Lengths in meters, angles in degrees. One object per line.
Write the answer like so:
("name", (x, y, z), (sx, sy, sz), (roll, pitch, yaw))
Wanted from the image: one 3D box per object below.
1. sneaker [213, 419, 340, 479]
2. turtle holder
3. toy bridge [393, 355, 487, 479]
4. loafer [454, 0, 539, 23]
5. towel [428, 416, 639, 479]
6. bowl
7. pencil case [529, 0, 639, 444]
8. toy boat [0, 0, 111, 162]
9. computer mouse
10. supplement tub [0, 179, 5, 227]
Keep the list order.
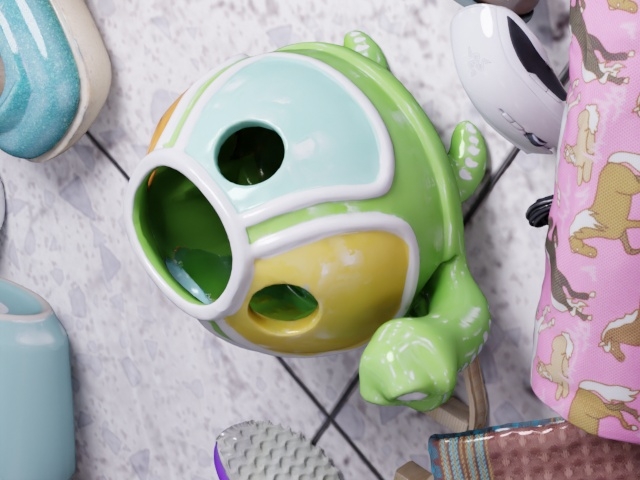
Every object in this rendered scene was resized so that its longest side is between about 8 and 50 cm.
("sneaker", (-0.011, 0.302, 1.593), (0.293, 0.102, 0.146), (46, 133, 21))
("turtle holder", (-0.014, 0.001, 1.385), (0.243, 0.227, 0.320), (-28, 83, 46))
("toy bridge", (0.109, 0.143, 1.471), (0.063, 0.026, 0.188), (32, 125, 30))
("loafer", (0.076, -0.272, 1.300), (0.267, 0.096, 0.084), (49, 127, 22))
("towel", (0.242, 0.306, 1.303), (0.271, 0.040, 0.370), (-11, 98, 14))
("bowl", (-0.378, 0.122, 1.775), (0.311, 0.311, 0.163), (23, 100, 36))
("pencil case", (0.232, -0.058, 1.167), (0.167, 0.160, 0.386), (-100, 11, -68))
("toy boat", (-0.284, -0.235, 1.618), (0.267, 0.148, 0.318), (55, 135, 14))
("computer mouse", (0.151, -0.088, 1.277), (0.106, 0.042, 0.193), (-14, 123, 46))
("supplement tub", (-0.436, -0.043, 1.854), (0.190, 0.117, 0.117), (8, 111, 38))
